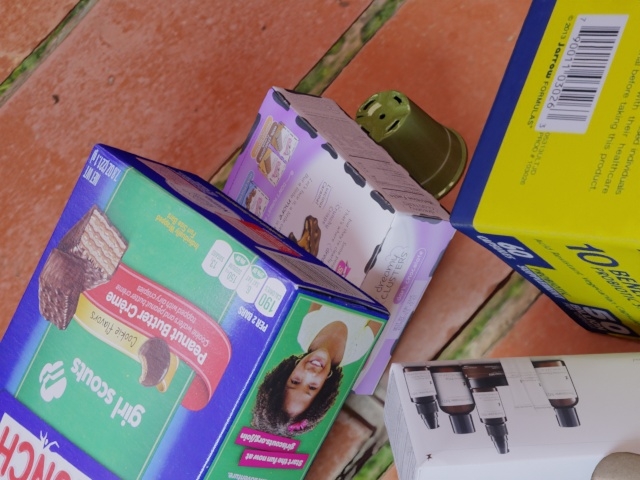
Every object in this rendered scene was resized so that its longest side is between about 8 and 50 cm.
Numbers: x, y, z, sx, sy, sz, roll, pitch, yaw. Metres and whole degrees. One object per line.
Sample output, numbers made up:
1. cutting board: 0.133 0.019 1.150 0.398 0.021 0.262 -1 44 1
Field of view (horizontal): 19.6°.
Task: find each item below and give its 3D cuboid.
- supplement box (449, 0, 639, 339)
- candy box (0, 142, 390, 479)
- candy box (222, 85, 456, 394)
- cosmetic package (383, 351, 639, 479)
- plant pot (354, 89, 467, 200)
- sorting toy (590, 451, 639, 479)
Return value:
1. supplement box: 0.299 -0.040 1.221 0.356 0.194 0.195 7 69 45
2. candy box: -0.131 0.125 1.412 0.268 0.122 0.317 34 101 43
3. candy box: 0.000 0.000 1.463 0.196 0.070 0.165 47 119 43
4. cosmetic package: 0.169 0.127 1.227 0.239 0.060 0.099 -2 43 -10
5. plant pot: 0.066 -0.082 1.523 0.083 0.079 0.083 -18 50 23
6. sorting toy: 0.279 0.269 1.089 0.307 0.041 0.229 13 91 31
